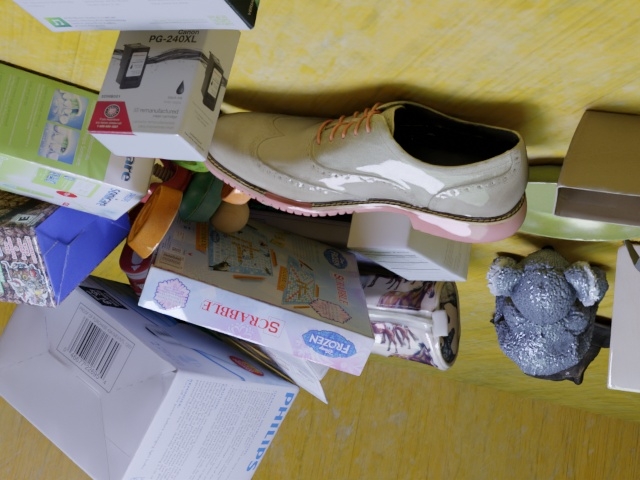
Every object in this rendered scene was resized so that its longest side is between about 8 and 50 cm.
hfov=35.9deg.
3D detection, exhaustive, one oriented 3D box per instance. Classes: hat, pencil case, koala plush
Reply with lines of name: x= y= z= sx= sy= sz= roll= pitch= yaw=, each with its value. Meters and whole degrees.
hat: x=0.515 y=0.243 z=2.135 sx=0.331 sy=0.134 sz=0.331 roll=11 pitch=166 yaw=3
pencil case: x=0.050 y=0.122 z=1.713 sx=0.410 sy=0.159 sz=0.183 roll=5 pitch=-175 yaw=26
koala plush: x=0.360 y=0.092 z=1.575 sx=0.196 sy=0.203 sz=0.221 roll=7 pitch=154 yaw=14

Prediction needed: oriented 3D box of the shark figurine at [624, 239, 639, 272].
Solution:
shark figurine: x=0.568 y=0.041 z=1.365 sx=0.278 sy=0.116 sz=0.166 roll=-6 pitch=126 yaw=28

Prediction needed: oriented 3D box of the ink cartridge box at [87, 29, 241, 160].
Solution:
ink cartridge box: x=-0.154 y=-0.161 z=0.988 sx=0.109 sy=0.150 sz=0.063 roll=5 pitch=161 yaw=24

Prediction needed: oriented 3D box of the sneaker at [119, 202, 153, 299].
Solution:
sneaker: x=-0.285 y=0.029 z=1.678 sx=0.087 sy=0.221 sz=0.128 roll=-2 pitch=126 yaw=10

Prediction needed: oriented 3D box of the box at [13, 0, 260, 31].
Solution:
box: x=-0.217 y=-0.269 z=0.804 sx=0.232 sy=0.058 sz=0.322 roll=5 pitch=166 yaw=23

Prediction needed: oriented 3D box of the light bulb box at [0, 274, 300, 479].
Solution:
light bulb box: x=-0.293 y=0.239 z=1.658 sx=0.358 sy=0.225 sz=0.361 roll=31 pitch=-175 yaw=30

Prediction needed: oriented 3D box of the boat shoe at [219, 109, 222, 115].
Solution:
boat shoe: x=-0.152 y=-0.175 z=1.160 sx=0.049 sy=0.042 sz=0.133 roll=51 pitch=177 yaw=21

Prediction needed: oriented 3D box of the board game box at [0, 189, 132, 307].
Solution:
board game box: x=-0.490 y=-0.027 z=1.559 sx=0.291 sy=0.232 sz=0.141 roll=5 pitch=122 yaw=21

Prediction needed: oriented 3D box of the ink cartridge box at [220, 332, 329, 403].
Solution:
ink cartridge box: x=-0.106 y=0.134 z=1.628 sx=0.296 sy=0.066 sz=0.261 roll=31 pitch=165 yaw=20

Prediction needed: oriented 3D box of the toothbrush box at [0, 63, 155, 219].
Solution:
toothbrush box: x=-0.380 y=-0.134 z=1.337 sx=0.283 sy=0.122 sz=0.206 roll=15 pitch=166 yaw=-21

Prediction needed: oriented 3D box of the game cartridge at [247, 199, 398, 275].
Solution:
game cartridge: x=0.000 y=0.000 z=1.715 sx=0.355 sy=0.068 sz=0.230 roll=8 pitch=162 yaw=12

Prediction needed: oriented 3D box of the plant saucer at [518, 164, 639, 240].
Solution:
plant saucer: x=0.323 y=-0.051 z=1.296 sx=0.241 sy=0.037 sz=0.241 roll=10 pitch=166 yaw=2

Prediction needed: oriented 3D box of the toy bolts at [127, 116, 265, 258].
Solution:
toy bolts: x=-0.155 y=-0.046 z=1.348 sx=0.158 sy=0.218 sz=0.228 roll=31 pitch=168 yaw=-19

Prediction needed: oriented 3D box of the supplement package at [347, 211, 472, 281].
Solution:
supplement package: x=0.137 y=-0.012 z=1.455 sx=0.105 sy=0.105 sz=0.179 roll=0 pitch=162 yaw=37

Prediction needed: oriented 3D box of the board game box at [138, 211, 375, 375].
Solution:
board game box: x=-0.091 y=0.054 z=1.451 sx=0.318 sy=0.066 sz=0.318 roll=19 pitch=-161 yaw=-9

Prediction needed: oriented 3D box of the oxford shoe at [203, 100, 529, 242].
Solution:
oxford shoe: x=0.048 y=-0.113 z=1.147 sx=0.397 sy=0.140 sz=0.146 roll=9 pitch=141 yaw=10

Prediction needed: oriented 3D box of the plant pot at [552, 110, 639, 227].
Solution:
plant pot: x=0.314 y=-0.079 z=1.062 sx=0.109 sy=0.096 sz=0.109 roll=9 pitch=166 yaw=13

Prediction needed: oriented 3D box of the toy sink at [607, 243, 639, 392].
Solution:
toy sink: x=0.535 y=0.110 z=1.529 sx=0.153 sy=0.234 sz=0.131 roll=4 pitch=-166 yaw=21
